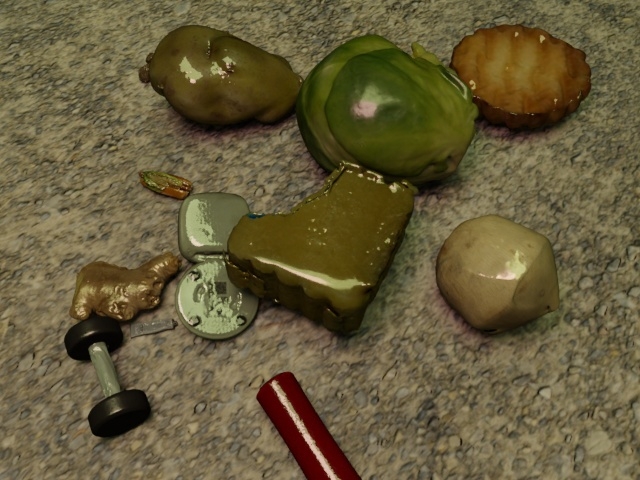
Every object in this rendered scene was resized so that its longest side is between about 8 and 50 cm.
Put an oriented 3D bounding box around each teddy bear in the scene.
[{"bbox_3d":[-0.372,-0.445,1.401,0.160,0.078,0.119,6,56,6],"label":"teddy bear"}]

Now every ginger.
[{"bbox_3d":[-0.372,0.094,1.085,0.213,0.074,0.137,-8,59,-10],"label":"ginger"}]

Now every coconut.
[{"bbox_3d":[0.321,0.067,1.015,0.224,0.224,0.224,0,59,1],"label":"coconut"}]

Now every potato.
[{"bbox_3d":[-0.210,-0.366,1.289,0.351,0.202,0.218,0,47,-14],"label":"potato"}]

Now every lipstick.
[{"bbox_3d":[-0.017,0.332,0.930,0.080,0.080,0.241,-30,64,-16],"label":"lipstick"}]

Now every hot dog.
[{"bbox_3d":[-0.341,-0.127,1.230,0.133,0.041,0.056,17,61,11],"label":"hot dog"}]

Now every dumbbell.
[{"bbox_3d":[-0.373,0.234,0.983,0.100,0.100,0.191,-24,61,-13],"label":"dumbbell"}]

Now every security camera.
[{"bbox_3d":[-0.206,0.048,1.107,0.157,0.080,0.301,1,69,-16],"label":"security camera"}]

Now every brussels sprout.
[{"bbox_3d":[0.126,-0.250,1.172,0.371,0.276,0.315,31,51,10],"label":"brussels sprout"}]

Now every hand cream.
[{"bbox_3d":[-0.319,0.163,1.072,0.093,0.019,0.030,-9,58,-2],"label":"hand cream"}]

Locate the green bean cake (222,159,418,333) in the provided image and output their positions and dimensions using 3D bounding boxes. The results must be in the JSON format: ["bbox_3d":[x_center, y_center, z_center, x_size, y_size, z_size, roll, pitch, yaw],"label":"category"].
[{"bbox_3d":[0.000,0.000,1.051,0.285,0.202,0.310,26,60,13],"label":"green bean cake"}]

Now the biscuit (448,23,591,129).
[{"bbox_3d":[0.462,-0.381,1.332,0.325,0.107,0.326,0,56,0],"label":"biscuit"}]
